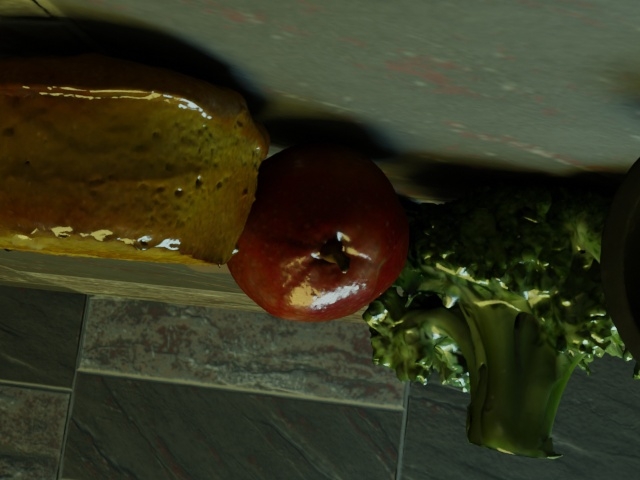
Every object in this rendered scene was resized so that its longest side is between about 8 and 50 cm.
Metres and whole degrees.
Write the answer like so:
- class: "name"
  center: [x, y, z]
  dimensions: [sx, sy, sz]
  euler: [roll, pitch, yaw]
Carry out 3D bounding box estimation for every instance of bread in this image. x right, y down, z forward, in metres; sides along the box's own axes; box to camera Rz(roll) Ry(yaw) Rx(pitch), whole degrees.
- class: "bread"
  center: [-0.201, -0.065, 0.964]
  dimensions: [0.312, 0.172, 0.312]
  euler: [5, 172, 1]

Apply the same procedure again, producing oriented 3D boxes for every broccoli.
- class: "broccoli"
  center: [0.226, 0.069, 1.215]
  dimensions: [0.338, 0.317, 0.277]
  euler: [38, 178, 18]

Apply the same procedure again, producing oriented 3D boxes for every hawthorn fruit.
- class: "hawthorn fruit"
  center: [0.000, 0.000, 1.077]
  dimensions: [0.197, 0.196, 0.225]
  euler: [9, -172, -12]

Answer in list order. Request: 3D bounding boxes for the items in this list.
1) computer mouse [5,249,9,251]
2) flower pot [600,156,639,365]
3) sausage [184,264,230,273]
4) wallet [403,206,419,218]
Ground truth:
- class: "computer mouse"
  center: [-0.493, -0.024, 1.758]
  dimensions: [0.135, 0.079, 0.047]
  euler: [3, 160, 45]
- class: "flower pot"
  center: [0.378, 0.009, 0.885]
  dimensions: [0.269, 0.268, 0.166]
  euler: [3, -169, 26]
- class: "sausage"
  center: [-0.055, -0.019, 1.306]
  dimensions: [0.253, 0.123, 0.123]
  euler: [-1, 168, 35]
- class: "wallet"
  center: [0.024, -0.024, 1.423]
  dimensions: [0.236, 0.055, 0.160]
  euler: [-4, 171, 35]
